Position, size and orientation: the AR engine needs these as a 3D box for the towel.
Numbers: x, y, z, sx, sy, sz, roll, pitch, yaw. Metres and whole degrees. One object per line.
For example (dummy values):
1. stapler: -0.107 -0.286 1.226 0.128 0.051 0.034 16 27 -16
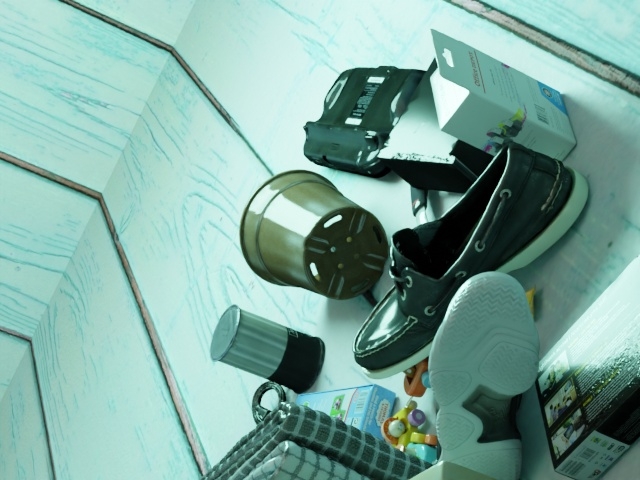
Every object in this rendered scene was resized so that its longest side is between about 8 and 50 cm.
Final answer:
1. towel: -0.009 0.298 1.507 0.283 0.235 0.121 -45 27 41

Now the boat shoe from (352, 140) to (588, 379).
1. boat shoe: 0.132 0.019 1.556 0.340 0.113 0.127 -41 26 30

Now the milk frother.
1. milk frother: -0.091 0.176 1.952 0.129 0.134 0.143 -4 65 67

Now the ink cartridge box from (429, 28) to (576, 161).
1. ink cartridge box: 0.185 -0.151 1.574 0.061 0.181 0.104 -53 25 32

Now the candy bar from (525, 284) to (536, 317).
1. candy bar: 0.184 0.099 1.548 0.161 0.018 0.040 -41 33 46

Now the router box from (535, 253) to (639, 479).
1. router box: 0.269 0.114 1.295 0.179 0.046 0.133 -53 25 32

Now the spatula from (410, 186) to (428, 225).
1. spatula: 0.133 -0.020 1.770 0.084 0.030 0.296 -52 26 31

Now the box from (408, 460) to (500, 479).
1. box: 0.122 0.371 1.250 0.121 0.148 0.311 -41 34 47

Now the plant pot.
1. plant pot: 0.000 0.000 1.907 0.165 0.167 0.167 25 91 60

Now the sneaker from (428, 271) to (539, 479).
1. sneaker: 0.153 0.115 1.394 0.153 0.101 0.269 -86 -4 -55

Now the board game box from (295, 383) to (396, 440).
1. board game box: 0.009 0.264 1.762 0.211 0.039 0.160 -18 52 61

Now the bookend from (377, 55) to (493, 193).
1. bookend: 0.172 -0.142 1.748 0.156 0.072 0.157 9 66 57

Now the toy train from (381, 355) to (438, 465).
1. toy train: 0.103 0.195 1.579 0.166 0.046 0.125 -103 32 -56

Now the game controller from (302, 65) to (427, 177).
1. game controller: 0.067 -0.177 2.065 0.166 0.067 0.319 -54 21 -6
